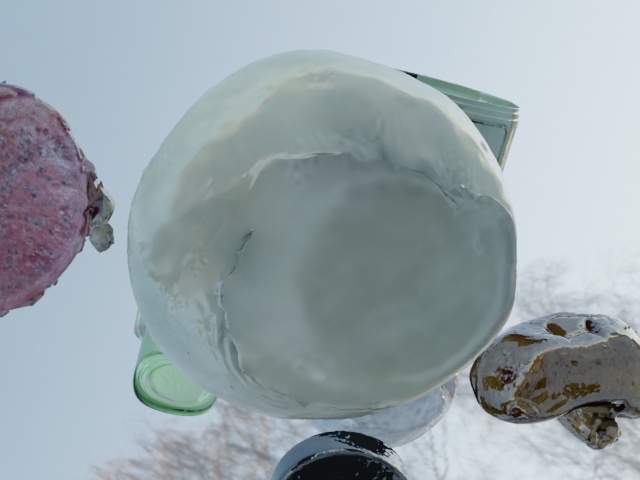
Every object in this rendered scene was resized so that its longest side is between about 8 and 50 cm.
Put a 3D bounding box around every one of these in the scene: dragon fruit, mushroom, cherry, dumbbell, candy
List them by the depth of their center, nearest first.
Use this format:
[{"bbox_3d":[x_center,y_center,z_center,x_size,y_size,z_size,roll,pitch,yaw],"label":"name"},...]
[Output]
[{"bbox_3d":[0.000,0.000,0.785,0.295,0.185,0.296,-7,-56,-10],"label":"candy"},{"bbox_3d":[0.291,0.151,1.333,0.231,0.194,0.138,-2,-66,-27],"label":"mushroom"},{"bbox_3d":[-0.438,-0.065,1.338,0.296,0.263,0.314,-43,-73,-15],"label":"dragon fruit"},{"bbox_3d":[0.033,0.390,1.372,0.203,0.322,0.204,-1,-74,-2],"label":"dumbbell"},{"bbox_3d":[0.084,0.188,1.772,0.291,0.326,0.335,-36,-48,-10],"label":"cherry"}]

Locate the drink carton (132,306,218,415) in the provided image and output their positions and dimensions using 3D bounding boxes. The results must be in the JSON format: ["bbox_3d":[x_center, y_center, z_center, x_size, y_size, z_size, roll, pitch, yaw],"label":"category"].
[{"bbox_3d":[-0.170,0.133,1.406,0.146,0.142,0.144,13,-53,-6],"label":"drink carton"}]

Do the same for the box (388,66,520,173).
[{"bbox_3d":[0.148,-0.141,1.532,0.226,0.226,0.149,5,-73,-36],"label":"box"}]
